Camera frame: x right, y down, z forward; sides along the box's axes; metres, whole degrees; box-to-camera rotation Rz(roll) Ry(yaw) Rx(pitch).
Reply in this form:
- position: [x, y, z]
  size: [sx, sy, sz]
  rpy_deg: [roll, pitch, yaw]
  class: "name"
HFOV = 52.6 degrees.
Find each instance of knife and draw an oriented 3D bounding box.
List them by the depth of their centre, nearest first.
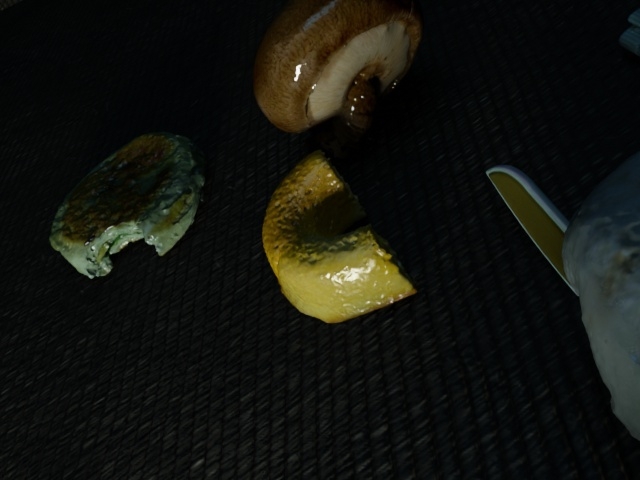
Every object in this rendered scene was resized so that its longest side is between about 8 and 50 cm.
- position: [0.259, 0.030, 0.649]
  size: [0.027, 0.061, 0.343]
  rpy_deg: [-17, 51, -13]
  class: "knife"

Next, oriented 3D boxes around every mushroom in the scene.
- position: [0.025, -0.258, 0.924]
  size: [0.163, 0.278, 0.297]
  rpy_deg: [33, 29, 25]
  class: "mushroom"

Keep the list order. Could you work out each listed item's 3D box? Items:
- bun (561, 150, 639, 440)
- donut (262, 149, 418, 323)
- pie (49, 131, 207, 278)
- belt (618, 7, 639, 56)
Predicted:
- position: [0.344, 0.060, 0.456]
  size: [0.354, 0.194, 0.355]
  rpy_deg: [-1, 52, 1]
  class: "bun"
- position: [-0.002, 0.006, 0.812]
  size: [0.152, 0.101, 0.259]
  rpy_deg: [-35, 46, 4]
  class: "donut"
- position: [-0.316, -0.069, 1.078]
  size: [0.302, 0.067, 0.303]
  rpy_deg: [-16, 44, 16]
  class: "pie"
- position: [0.479, -0.302, 0.844]
  size: [0.179, 0.100, 0.065]
  rpy_deg: [-40, 41, 13]
  class: "belt"
